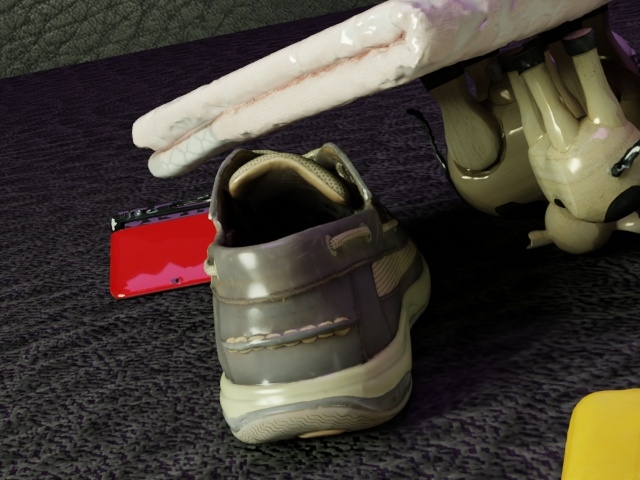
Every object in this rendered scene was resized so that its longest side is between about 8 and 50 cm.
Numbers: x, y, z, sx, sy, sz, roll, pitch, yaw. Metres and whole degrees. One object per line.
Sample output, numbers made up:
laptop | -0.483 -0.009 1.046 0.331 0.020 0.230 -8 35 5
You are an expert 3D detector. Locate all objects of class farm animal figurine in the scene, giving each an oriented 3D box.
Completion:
farm animal figurine | 0.205 -0.081 0.924 0.330 0.172 0.326 -30 11 -37

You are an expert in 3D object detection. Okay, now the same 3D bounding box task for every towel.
towel | 0.076 -0.141 0.875 0.332 0.053 0.317 -29 9 -37

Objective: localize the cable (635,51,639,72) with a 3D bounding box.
cable | 0.301 -0.140 1.127 0.072 0.139 0.287 -57 27 -15

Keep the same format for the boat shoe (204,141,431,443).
boat shoe | 0.000 0.000 0.816 0.132 0.130 0.355 -11 16 2

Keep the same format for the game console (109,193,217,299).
game console | -0.094 0.009 1.066 0.144 0.085 0.124 -10 -15 2

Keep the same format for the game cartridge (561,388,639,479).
game cartridge | 0.206 0.124 0.393 0.285 0.053 0.324 -6 16 17
